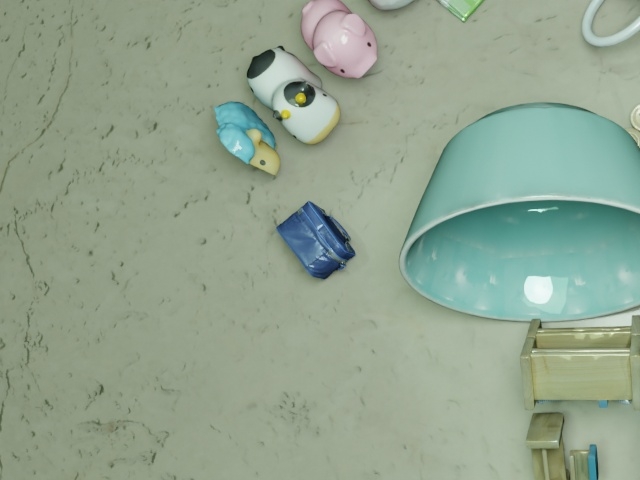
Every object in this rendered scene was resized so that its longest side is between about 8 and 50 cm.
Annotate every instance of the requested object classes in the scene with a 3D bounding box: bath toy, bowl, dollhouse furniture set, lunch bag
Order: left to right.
[{"bbox_3d":[0.000,0.000,1.386,0.065,0.067,0.098,-41,73,11],"label":"lunch bag"},{"bbox_3d":[0.007,-0.246,1.373,0.151,0.129,0.348,44,102,17],"label":"bath toy"},{"bbox_3d":[0.246,-0.040,1.208,0.312,0.311,0.163,-4,62,19],"label":"bowl"},{"bbox_3d":[0.307,0.193,1.240,0.129,0.129,0.183,-3,106,19],"label":"dollhouse furniture set"}]

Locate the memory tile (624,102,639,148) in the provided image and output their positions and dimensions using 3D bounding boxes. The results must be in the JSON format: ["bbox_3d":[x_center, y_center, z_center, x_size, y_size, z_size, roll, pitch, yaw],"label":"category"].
[{"bbox_3d":[0.412,-0.087,1.278,0.148,0.012,0.113,37,98,18],"label":"memory tile"}]

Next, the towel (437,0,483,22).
[{"bbox_3d":[0.168,-0.370,1.400,0.152,0.023,0.113,43,99,19],"label":"towel"}]

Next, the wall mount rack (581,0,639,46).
[{"bbox_3d":[0.379,-0.415,1.285,0.350,0.130,0.304,-51,32,6],"label":"wall mount rack"}]
